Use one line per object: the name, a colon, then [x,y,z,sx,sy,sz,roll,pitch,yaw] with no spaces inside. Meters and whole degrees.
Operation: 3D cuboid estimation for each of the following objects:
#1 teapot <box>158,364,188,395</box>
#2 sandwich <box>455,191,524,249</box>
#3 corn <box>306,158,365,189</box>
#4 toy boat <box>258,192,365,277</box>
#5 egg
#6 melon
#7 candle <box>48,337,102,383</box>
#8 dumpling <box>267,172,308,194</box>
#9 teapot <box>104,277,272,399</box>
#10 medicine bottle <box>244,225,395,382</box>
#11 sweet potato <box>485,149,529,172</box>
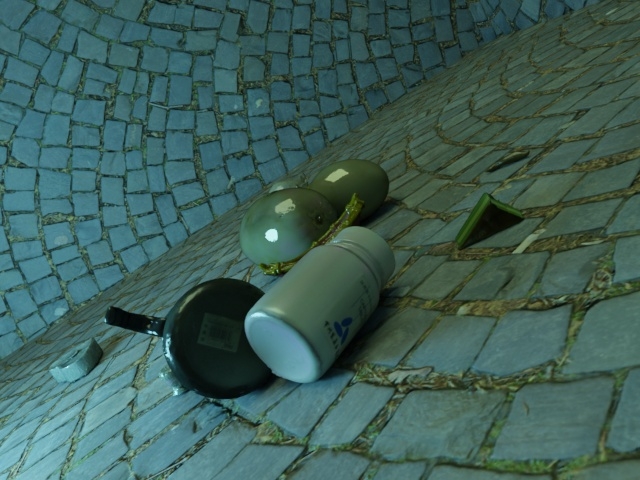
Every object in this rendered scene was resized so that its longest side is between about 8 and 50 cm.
teapot: [-0.308,0.300,1.291,0.083,0.064,0.064,-17,14,32]
sandwich: [0.330,-0.023,1.158,0.116,0.074,0.074,-61,5,22]
corn: [0.005,-0.124,1.888,0.387,0.143,0.144,-34,15,5]
toy boat: [0.002,0.006,1.400,0.318,0.099,0.141,-38,9,-22]
egg: [0.080,-0.139,1.684,0.242,0.185,0.186,-18,18,14]
melon: [-0.088,-0.029,1.590,0.317,0.223,0.223,-17,21,48]
candle: [-0.803,0.401,1.959,0.192,0.068,0.168,-14,22,40]
dumpling: [-0.134,-0.113,2.129,0.244,0.175,0.227,-22,-17,-13]
teapot: [-0.252,0.204,1.170,0.306,0.223,0.285,-14,-3,-24]
medicine bottle: [0.010,0.105,1.072,0.170,0.170,0.293,-16,23,46]
sweet potato: [0.453,-0.194,1.427,0.115,0.026,0.026,-25,16,33]
